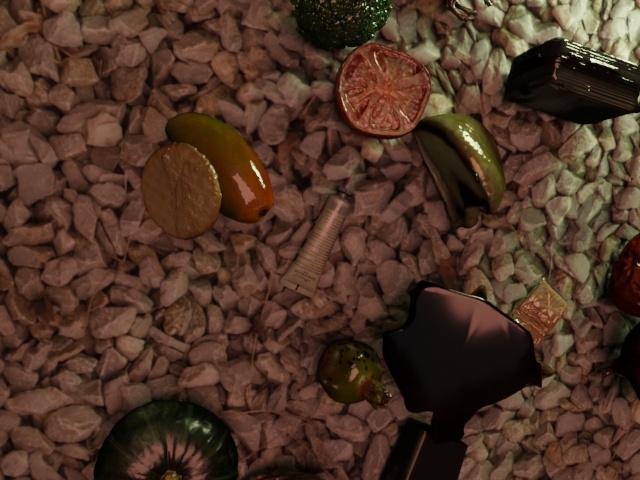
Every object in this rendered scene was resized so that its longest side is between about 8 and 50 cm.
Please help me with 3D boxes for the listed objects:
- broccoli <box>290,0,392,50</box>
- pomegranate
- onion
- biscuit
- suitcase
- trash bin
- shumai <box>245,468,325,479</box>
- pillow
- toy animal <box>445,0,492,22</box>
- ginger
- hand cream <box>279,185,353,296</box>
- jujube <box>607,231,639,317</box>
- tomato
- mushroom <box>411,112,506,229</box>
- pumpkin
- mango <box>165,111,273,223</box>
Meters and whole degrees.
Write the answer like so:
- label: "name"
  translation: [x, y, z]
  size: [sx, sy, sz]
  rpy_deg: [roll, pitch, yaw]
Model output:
- label: "broccoli"
  translation: [0.052, -0.559, 1.121]
  size: [0.269, 0.261, 0.242]
  rpy_deg: [-30, 73, 28]
- label: "pomegranate"
  translation: [0.082, 0.318, 1.180]
  size: [0.159, 0.205, 0.159]
  rpy_deg: [-16, 119, -32]
- label: "onion"
  translation: [0.917, 0.341, 1.387]
  size: [0.273, 0.285, 0.273]
  rpy_deg: [15, 70, -46]
- label: "biscuit"
  translation: [-0.306, -0.105, 1.086]
  size: [0.219, 0.033, 0.220]
  rpy_deg: [8, 109, 24]
- label: "suitcase"
  translation: [0.645, -0.391, 1.264]
  size: [0.312, 0.202, 0.128]
  rpy_deg: [13, 90, -14]
- label: "trash bin"
  translation: [0.260, 0.594, 1.276]
  size: [0.165, 0.115, 0.226]
  rpy_deg: [24, 86, -14]
- label: "shumai"
  translation: [-0.086, 0.709, 1.204]
  size: [0.346, 0.217, 0.283]
  rpy_deg: [-31, 131, 1]
- label: "pillow"
  translation: [0.574, 0.223, 1.365]
  size: [0.126, 0.043, 0.232]
  rpy_deg: [43, 86, -7]
- label: "toy animal"
  translation: [0.376, -0.708, 1.244]
  size: [0.243, 0.087, 0.260]
  rpy_deg: [-35, 103, -11]
- label: "ginger"
  translation: [0.332, 0.286, 1.255]
  size: [0.413, 0.211, 0.358]
  rpy_deg: [41, 97, -3]
- label: "hand cream"
  translation: [0.000, 0.000, 1.214]
  size: [0.095, 0.059, 0.276]
  rpy_deg: [26, 92, -14]
- label: "jujube"
  translation: [0.899, 0.091, 1.366]
  size: [0.174, 0.174, 0.251]
  rpy_deg: [31, 78, -13]
- label: "tomato"
  translation: [0.144, -0.352, 1.205]
  size: [0.236, 0.095, 0.237]
  rpy_deg: [0, 91, -10]
- label: "mushroom"
  translation: [0.375, -0.180, 1.205]
  size: [0.211, 0.217, 0.292]
  rpy_deg: [-17, 96, -15]
- label: "pumpkin"
  translation: [-0.331, 0.496, 1.089]
  size: [0.300, 0.207, 0.300]
  rpy_deg: [4, 79, -19]
- label: "mango"
  translation: [-0.213, -0.167, 1.111]
  size: [0.146, 0.129, 0.289]
  rpy_deg: [-29, 96, 17]
